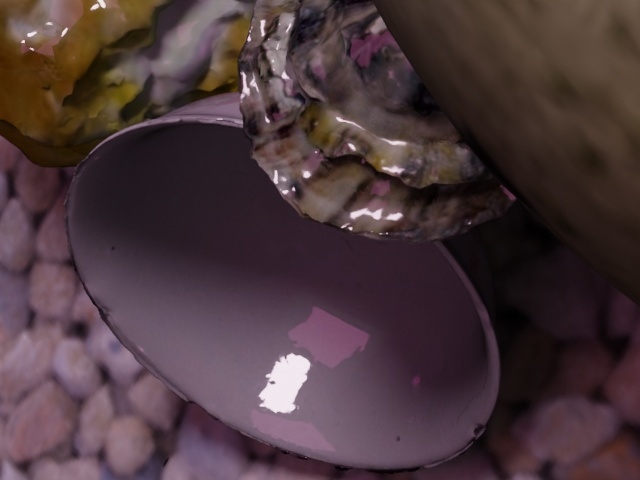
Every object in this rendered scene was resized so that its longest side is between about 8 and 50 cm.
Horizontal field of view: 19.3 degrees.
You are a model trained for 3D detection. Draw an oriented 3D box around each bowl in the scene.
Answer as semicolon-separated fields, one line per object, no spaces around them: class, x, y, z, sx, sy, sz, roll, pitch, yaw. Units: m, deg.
bowl;0.000;0.000;0.755;0.189;0.189;0.086;-1;41;36

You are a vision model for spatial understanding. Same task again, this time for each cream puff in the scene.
cream puff;-0.064;-0.166;0.806;0.282;0.185;0.281;1;110;4

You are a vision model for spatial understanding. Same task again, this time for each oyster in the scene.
oyster;0.096;-0.095;0.664;0.252;0.087;0.199;-5;59;10

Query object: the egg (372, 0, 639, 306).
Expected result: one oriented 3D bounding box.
egg;0.158;-0.142;0.459;0.428;0.345;0.345;45;109;35
